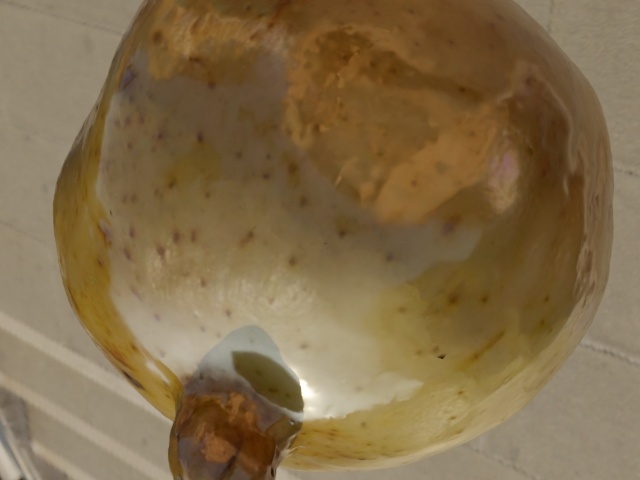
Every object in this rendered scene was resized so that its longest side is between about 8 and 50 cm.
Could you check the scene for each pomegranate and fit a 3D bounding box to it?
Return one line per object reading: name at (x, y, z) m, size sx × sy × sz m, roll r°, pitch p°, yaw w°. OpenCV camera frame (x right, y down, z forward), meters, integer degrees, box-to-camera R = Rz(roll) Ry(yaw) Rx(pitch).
pomegranate at (0.000, 0.000, 0.722) m, size 0.410 × 0.410 × 0.410 m, roll 19°, pitch 121°, yaw 36°
